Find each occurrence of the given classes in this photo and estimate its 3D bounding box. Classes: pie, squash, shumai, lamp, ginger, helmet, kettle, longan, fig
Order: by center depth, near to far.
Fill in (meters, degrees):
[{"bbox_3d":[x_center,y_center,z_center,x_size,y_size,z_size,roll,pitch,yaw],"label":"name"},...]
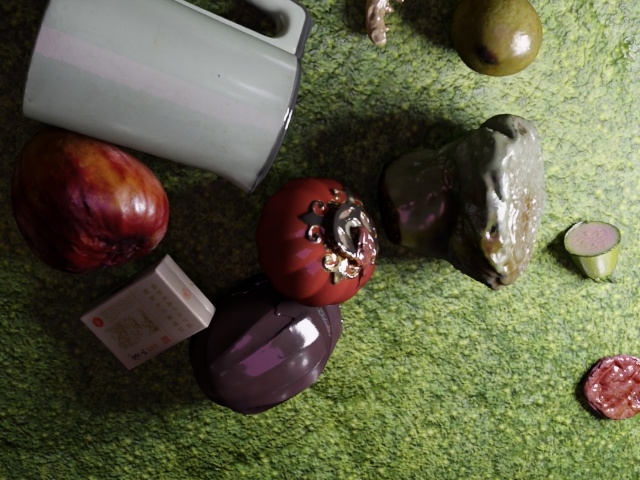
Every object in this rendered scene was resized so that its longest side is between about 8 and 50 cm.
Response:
[{"bbox_3d":[-0.222,-0.295,1.189,0.377,0.250,0.360,19,74,-15],"label":"kettle"},{"bbox_3d":[-0.378,-0.061,1.225,0.263,0.224,0.224,36,99,-11],"label":"fig"},{"bbox_3d":[0.299,-0.357,1.271,0.176,0.145,0.154,-56,138,-31],"label":"longan"},{"bbox_3d":[0.120,-0.417,1.275,0.070,0.051,0.173,30,105,-9],"label":"ginger"},{"bbox_3d":[0.000,0.000,1.290,0.227,0.227,0.226,-2,106,-7],"label":"lamp"},{"bbox_3d":[0.240,-0.078,1.341,0.264,0.304,0.309,8,110,26],"label":"shumai"},{"bbox_3d":[-0.094,0.190,1.355,0.306,0.177,0.224,-29,106,3],"label":"helmet"},{"bbox_3d":[0.526,0.041,1.448,0.105,0.105,0.132,-26,126,0],"label":"squash"},{"bbox_3d":[0.610,0.297,1.551,0.154,0.038,0.153,-1,104,-5],"label":"pie"}]

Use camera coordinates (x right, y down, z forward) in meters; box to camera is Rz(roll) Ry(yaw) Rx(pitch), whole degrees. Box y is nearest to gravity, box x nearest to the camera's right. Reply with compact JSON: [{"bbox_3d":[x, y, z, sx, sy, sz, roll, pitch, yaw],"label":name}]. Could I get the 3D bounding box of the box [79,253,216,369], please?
[{"bbox_3d":[-0.303,0.128,1.332,0.201,0.058,0.141,-32,109,25],"label":"box"}]
